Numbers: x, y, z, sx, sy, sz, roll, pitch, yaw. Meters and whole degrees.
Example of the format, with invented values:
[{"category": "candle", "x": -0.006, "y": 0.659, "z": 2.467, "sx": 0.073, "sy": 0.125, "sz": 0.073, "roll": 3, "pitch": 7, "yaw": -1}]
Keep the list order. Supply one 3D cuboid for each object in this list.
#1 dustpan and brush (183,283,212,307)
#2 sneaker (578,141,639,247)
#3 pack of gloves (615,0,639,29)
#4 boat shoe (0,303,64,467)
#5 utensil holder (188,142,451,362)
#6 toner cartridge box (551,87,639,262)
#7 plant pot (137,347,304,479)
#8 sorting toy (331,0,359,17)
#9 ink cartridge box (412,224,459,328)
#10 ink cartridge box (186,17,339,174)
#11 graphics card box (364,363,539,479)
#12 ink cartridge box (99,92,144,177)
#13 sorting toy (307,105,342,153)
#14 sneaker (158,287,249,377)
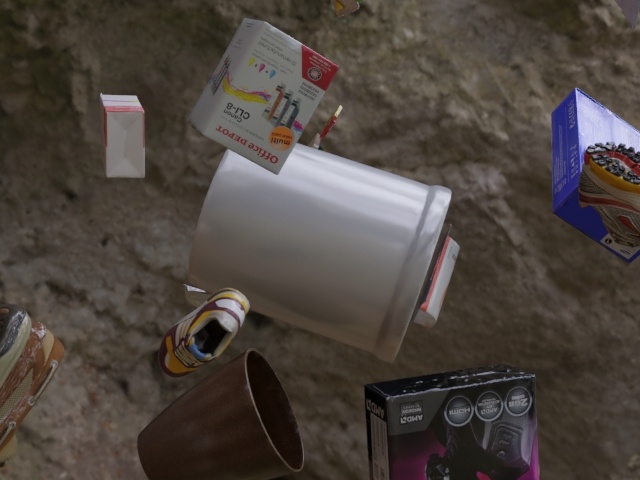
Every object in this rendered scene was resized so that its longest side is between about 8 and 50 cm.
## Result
[{"category": "dustpan and brush", "x": -0.209, "y": 0.104, "z": 1.853, "sx": 0.211, "sy": 0.147, "sz": 0.060, "roll": 139, "pitch": -45, "yaw": -62}, {"category": "sneaker", "x": 0.399, "y": -0.026, "z": 1.128, "sx": 0.225, "sy": 0.088, "sz": 0.092, "roll": 48, "pitch": -37, "yaw": 38}, {"category": "pack of gloves", "x": 0.578, "y": -0.406, "z": 1.640, "sx": 0.195, "sy": 0.046, "sz": 0.232, "roll": 64, "pitch": 7, "yaw": 16}, {"category": "boat shoe", "x": -0.424, "y": 0.239, "z": 1.164, "sx": 0.123, "sy": 0.324, "sz": 0.120, "roll": 21, "pitch": -14, "yaw": 48}, {"category": "utensil holder", "x": 0.000, "y": 0.000, "z": 1.690, "sx": 0.386, "sy": 0.327, "sz": 0.327, "roll": 20, "pitch": -10, "yaw": 5}, {"category": "toner cartridge box", "x": 0.490, "y": -0.123, "z": 1.661, "sx": 0.165, "sy": 0.075, "sz": 0.348, "roll": 33, "pitch": 36, "yaw": -11}, {"category": "plant pot", "x": -0.176, "y": 0.321, "z": 1.572, "sx": 0.215, "sy": 0.230, "sz": 0.215, "roll": -24, "pitch": 90, "yaw": -81}, {"category": "sorting toy", "x": 0.048, "y": -0.454, "z": 1.763, "sx": 0.083, "sy": 0.012, "sz": 0.062, "roll": -11, "pitch": -73, "yaw": 45}, {"category": "ink cartridge box", "x": 0.210, "y": 0.065, "z": 1.650, "sx": 0.045, "sy": 0.145, "sz": 0.179, "roll": 20, "pitch": -15, "yaw": 2}, {"category": "ink cartridge box", "x": -0.084, "y": -0.202, "z": 1.334, "sx": 0.128, "sy": 0.176, "sz": 0.127, "roll": 27, "pitch": 6, "yaw": -22}, {"category": "graphics card box", "x": 0.191, "y": 0.372, "z": 1.339, "sx": 0.094, "sy": 0.233, "sz": 0.370, "roll": -168, "pitch": -106, "yaw": -72}, {"category": "ink cartridge box", "x": -0.343, "y": -0.186, "z": 1.638, "sx": 0.198, "sy": 0.067, "sz": 0.115, "roll": -130, "pitch": -139, "yaw": -66}, {"category": "sorting toy", "x": -0.026, "y": -0.155, "z": 1.982, "sx": 0.046, "sy": 0.274, "sz": 0.132, "roll": 36, "pitch": 15, "yaw": -8}, {"category": "sneaker", "x": -0.174, "y": 0.142, "z": 1.310, "sx": 0.069, "sy": 0.185, "sz": 0.084, "roll": 38, "pitch": 31, "yaw": -9}]
